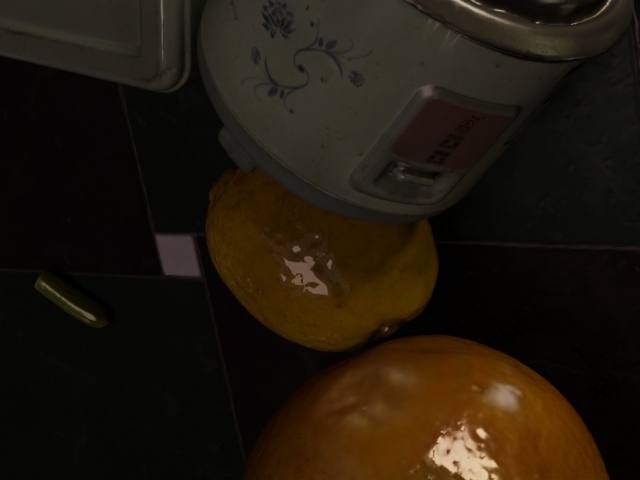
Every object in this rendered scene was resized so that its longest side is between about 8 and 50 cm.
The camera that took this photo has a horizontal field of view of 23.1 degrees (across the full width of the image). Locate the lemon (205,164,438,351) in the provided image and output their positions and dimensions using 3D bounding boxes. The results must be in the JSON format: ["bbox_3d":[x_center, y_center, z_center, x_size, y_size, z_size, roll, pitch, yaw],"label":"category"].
[{"bbox_3d":[0.000,0.000,1.299,0.207,0.170,0.170,43,128,16],"label":"lemon"}]

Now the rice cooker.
[{"bbox_3d":[0.068,-0.173,1.111,0.316,0.264,0.317,-7,142,-6],"label":"rice cooker"}]

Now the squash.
[{"bbox_3d":[-0.246,0.061,1.566,0.083,0.027,0.027,34,126,13],"label":"squash"}]

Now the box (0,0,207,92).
[{"bbox_3d":[-0.181,-0.223,1.286,0.311,0.182,0.175,15,120,24],"label":"box"}]

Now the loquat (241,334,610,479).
[{"bbox_3d":[0.087,0.239,1.267,0.328,0.328,0.329,14,120,25],"label":"loquat"}]
